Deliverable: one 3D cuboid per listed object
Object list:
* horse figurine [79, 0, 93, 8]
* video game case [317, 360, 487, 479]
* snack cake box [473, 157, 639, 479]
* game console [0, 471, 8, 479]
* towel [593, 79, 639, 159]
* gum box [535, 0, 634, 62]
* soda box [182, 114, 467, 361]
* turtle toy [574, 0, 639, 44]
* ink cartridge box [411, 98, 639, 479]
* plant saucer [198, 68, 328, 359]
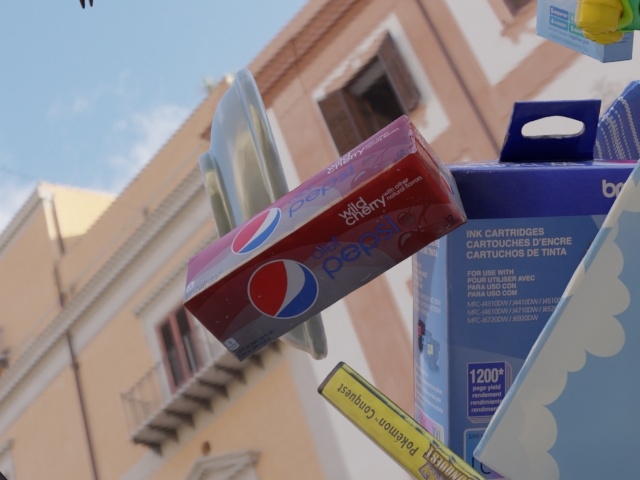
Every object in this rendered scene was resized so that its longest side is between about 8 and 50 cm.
[{"bbox_3d":[-0.160,-0.318,0.782,0.174,0.066,0.263,-45,-42,-29],"label":"horse figurine"},{"bbox_3d":[0.143,0.224,0.914,0.035,0.248,0.275,-50,-42,-5],"label":"video game case"},{"bbox_3d":[0.161,-0.034,0.356,0.152,0.089,0.264,-30,-32,-56],"label":"snack cake box"},{"bbox_3d":[-0.270,0.258,0.624,0.361,0.213,0.044,-51,-33,17],"label":"game console"},{"bbox_3d":[0.372,-0.020,1.511,0.336,0.040,0.243,-50,-48,-22],"label":"towel"},{"bbox_3d":[0.303,-0.310,1.294,0.041,0.157,0.184,-9,-67,-16],"label":"gum box"},{"bbox_3d":[0.000,0.000,1.067,0.263,0.083,0.092,-33,-64,16],"label":"soda box"},{"bbox_3d":[0.188,-0.156,0.646,0.066,0.095,0.130,11,6,18],"label":"turtle toy"},{"bbox_3d":[0.239,0.050,1.226,0.270,0.395,0.151,-3,5,-12],"label":"ink cartridge box"},{"bbox_3d":[-0.088,-0.023,1.522,0.101,0.400,0.400,-16,-36,-4],"label":"plant saucer"}]
